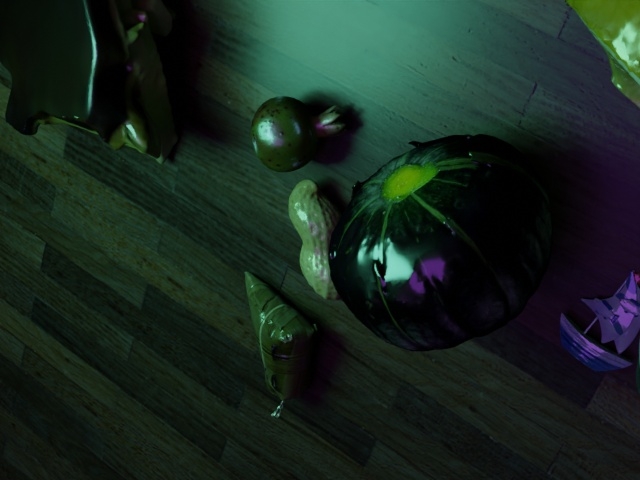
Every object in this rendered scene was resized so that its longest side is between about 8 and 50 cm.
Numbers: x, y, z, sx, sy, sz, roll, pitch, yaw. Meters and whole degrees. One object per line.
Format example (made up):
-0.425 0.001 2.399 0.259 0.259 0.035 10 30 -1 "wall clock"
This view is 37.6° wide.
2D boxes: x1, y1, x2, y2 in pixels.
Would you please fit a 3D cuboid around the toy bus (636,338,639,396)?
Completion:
0.471 0.072 1.018 0.194 0.287 0.232 11 96 33 "toy bus"

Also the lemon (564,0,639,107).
0.445 -0.234 0.901 0.364 0.364 0.365 11 111 30 "lemon"

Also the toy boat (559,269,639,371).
0.388 0.113 1.234 0.149 0.034 0.105 -35 82 23 "toy boat"

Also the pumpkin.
0.162 0.024 1.209 0.295 0.295 0.296 11 111 30 "pumpkin"

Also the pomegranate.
-0.033 -0.159 1.367 0.142 0.114 0.115 -12 99 11 "pomegranate"

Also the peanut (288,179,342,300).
0.000 0.000 1.412 0.082 0.082 0.187 -7 101 34 "peanut"

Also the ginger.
-0.353 -0.315 1.490 0.358 0.211 0.414 -11 90 48 "ginger"

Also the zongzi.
-0.082 0.166 1.537 0.178 0.081 0.189 44 141 39 "zongzi"
